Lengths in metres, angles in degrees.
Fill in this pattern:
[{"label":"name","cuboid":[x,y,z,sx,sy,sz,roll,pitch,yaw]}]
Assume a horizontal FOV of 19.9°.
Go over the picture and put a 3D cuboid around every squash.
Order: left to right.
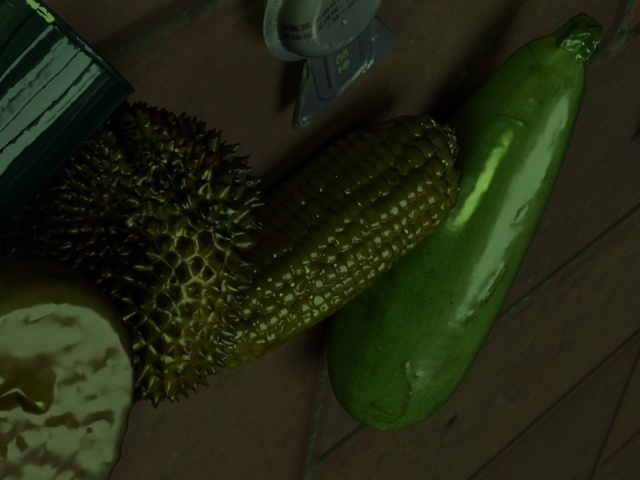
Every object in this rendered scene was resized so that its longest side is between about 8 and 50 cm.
[{"label":"squash","cuboid":[0.106,-0.010,1.391,0.118,0.118,0.370,-15,136,-53]}]

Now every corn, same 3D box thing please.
[{"label":"corn","cuboid":[0.000,0.000,1.241,0.262,0.097,0.097,-39,154,-22]}]

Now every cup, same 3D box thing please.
[{"label":"cup","cuboid":[-0.168,-0.051,0.846,0.138,0.113,0.150,-48,155,-2]}]

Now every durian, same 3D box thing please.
[{"label":"durian","cuboid":[-0.105,-0.001,0.975,0.137,0.158,0.168,-45,158,-52]}]

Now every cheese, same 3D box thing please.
[{"label":"cheese","cuboid":[0.006,-0.140,1.112,0.105,0.042,0.191,-43,156,-15]}]

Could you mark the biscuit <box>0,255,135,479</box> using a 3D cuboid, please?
[{"label":"biscuit","cuboid":[-0.286,0.151,0.793,0.394,0.076,0.368,9,113,-34]}]
